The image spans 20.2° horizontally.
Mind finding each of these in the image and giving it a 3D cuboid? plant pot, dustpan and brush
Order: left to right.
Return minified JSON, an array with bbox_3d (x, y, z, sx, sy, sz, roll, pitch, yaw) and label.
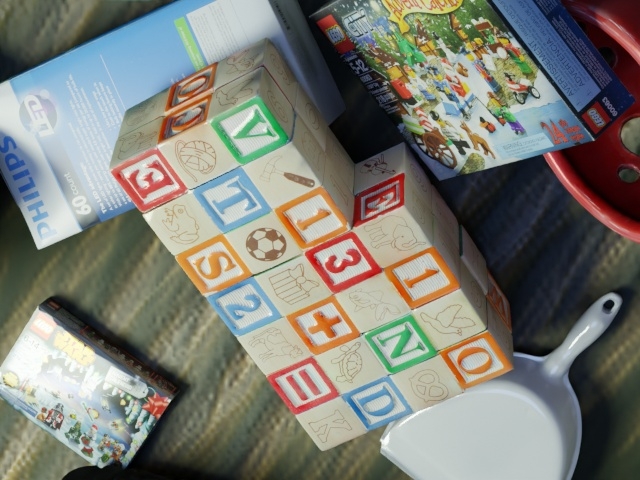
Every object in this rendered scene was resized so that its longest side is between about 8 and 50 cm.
[{"bbox_3d":[0.164,0.124,1.402,0.147,0.060,0.211,38,117,0],"label":"dustpan and brush"},{"bbox_3d":[0.252,-0.118,1.218,0.174,0.191,0.191,-33,97,-18],"label":"plant pot"}]

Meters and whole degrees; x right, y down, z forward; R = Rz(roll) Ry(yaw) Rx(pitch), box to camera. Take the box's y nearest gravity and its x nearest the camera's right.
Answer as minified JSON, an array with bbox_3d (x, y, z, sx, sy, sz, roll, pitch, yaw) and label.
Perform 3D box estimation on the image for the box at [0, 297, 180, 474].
[{"bbox_3d":[-0.198,0.125,1.497,0.137,0.027,0.094,34,109,2],"label":"box"}]

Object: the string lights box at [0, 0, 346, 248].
[{"bbox_3d":[-0.128,-0.105,1.390,0.260,0.077,0.133,-22,99,18],"label":"string lights box"}]

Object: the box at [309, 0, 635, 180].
[{"bbox_3d":[0.095,-0.126,1.220,0.044,0.233,0.159,-43,100,-19],"label":"box"}]

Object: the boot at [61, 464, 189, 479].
[{"bbox_3d":[-0.078,0.345,1.475,0.348,0.131,0.260,14,107,11],"label":"boot"}]

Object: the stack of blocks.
[{"bbox_3d":[0.000,0.000,1.331,0.171,0.087,0.297,-26,119,19],"label":"stack of blocks"}]
